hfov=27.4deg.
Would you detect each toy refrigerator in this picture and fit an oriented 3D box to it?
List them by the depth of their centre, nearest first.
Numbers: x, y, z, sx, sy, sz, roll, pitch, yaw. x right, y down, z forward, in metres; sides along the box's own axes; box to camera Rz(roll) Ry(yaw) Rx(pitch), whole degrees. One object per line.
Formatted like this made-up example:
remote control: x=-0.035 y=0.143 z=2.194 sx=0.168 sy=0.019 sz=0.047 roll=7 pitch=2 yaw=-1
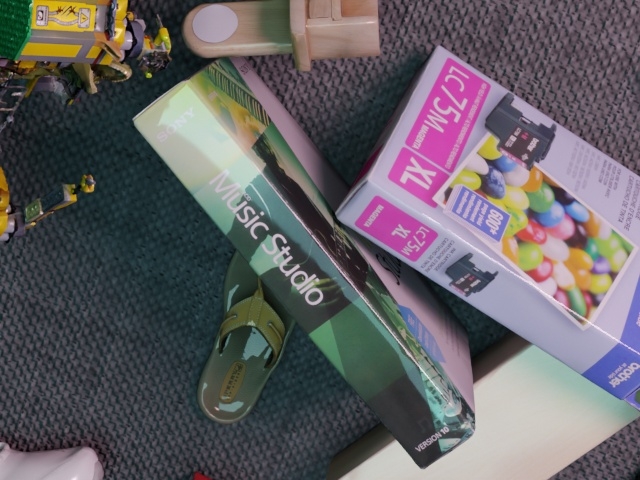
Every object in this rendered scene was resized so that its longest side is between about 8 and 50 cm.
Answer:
toy refrigerator: x=0.141 y=0.160 z=1.111 sx=0.269 sy=0.094 sz=0.102 roll=-37 pitch=94 yaw=8

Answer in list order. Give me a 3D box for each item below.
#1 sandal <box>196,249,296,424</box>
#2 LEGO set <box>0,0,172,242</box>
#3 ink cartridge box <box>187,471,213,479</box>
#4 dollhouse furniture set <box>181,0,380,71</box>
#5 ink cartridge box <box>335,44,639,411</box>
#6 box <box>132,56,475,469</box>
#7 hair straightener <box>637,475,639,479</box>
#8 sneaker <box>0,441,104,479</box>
sandal: x=-0.061 y=0.081 z=1.125 sx=0.072 sy=0.049 sz=0.180 roll=20 pitch=103 yaw=-1
LEGO set: x=-0.187 y=-0.148 z=0.941 sx=0.331 sy=0.192 sz=0.255 roll=-55 pitch=51 yaw=40
ink cartridge box: x=-0.042 y=0.362 z=1.153 sx=0.273 sy=0.114 sz=0.197 roll=28 pitch=102 yaw=-4
dollhouse furniture set: x=-0.056 y=-0.330 z=0.870 sx=0.174 sy=0.355 sz=0.303 roll=-3 pitch=66 yaw=3
ink cartridge box: x=0.182 y=-0.005 z=1.025 sx=0.311 sy=0.185 sz=0.065 roll=34 pitch=136 yaw=-6
box: x=0.000 y=0.000 z=1.010 sx=0.058 sy=0.232 sz=0.322 roll=-39 pitch=98 yaw=12
hair straightener: x=0.322 y=0.135 z=1.116 sx=0.089 sy=0.047 sz=0.230 roll=27 pitch=102 yaw=-3
sneaker: x=-0.337 y=0.216 z=1.145 sx=0.297 sy=0.111 sz=0.129 roll=-12 pitch=96 yaw=5
